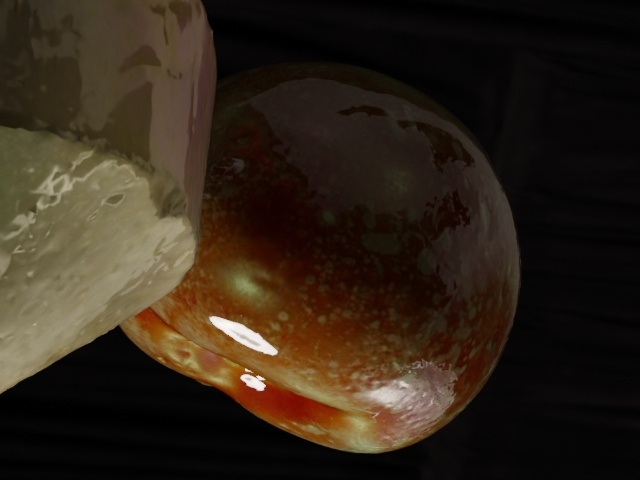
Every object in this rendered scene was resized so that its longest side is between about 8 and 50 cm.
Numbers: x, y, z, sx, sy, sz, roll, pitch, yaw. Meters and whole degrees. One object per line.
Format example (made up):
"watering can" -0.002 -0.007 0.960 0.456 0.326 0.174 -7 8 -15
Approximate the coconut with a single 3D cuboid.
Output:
"coconut" -0.166 -0.043 0.660 0.259 0.259 0.259 -173 90 -67

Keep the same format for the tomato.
"tomato" 0.000 0.000 0.969 0.223 0.270 0.270 -59 17 -18
